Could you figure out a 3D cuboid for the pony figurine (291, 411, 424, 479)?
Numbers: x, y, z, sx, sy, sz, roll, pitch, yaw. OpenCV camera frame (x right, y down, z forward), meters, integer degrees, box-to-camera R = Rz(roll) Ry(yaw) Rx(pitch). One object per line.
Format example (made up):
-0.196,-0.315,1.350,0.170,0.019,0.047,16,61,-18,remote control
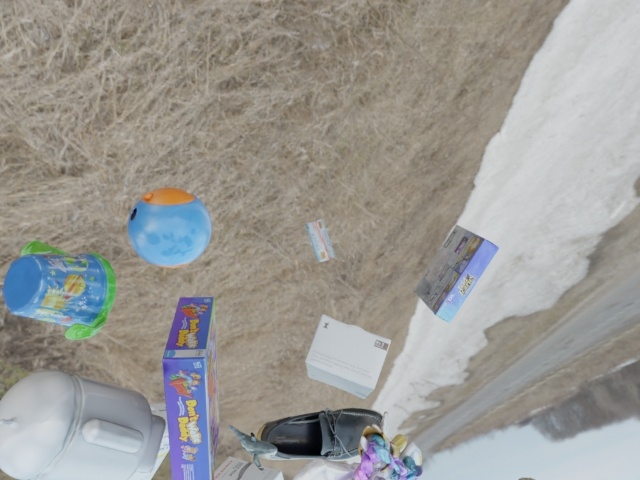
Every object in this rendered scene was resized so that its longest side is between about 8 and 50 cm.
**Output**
0.111,0.597,1.309,0.351,0.303,0.363,-58,148,-13,pony figurine

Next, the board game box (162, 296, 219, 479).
-0.265,0.326,1.150,0.078,0.233,0.347,0,114,-6,board game box

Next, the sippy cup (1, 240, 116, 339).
-0.743,0.135,1.532,0.306,0.240,0.224,9,174,27,sippy cup

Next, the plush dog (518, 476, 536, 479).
0.628,0.879,1.669,0.225,0.262,0.210,-30,146,3,plush dog

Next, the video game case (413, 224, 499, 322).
0.416,0.097,1.701,0.269,0.061,0.244,-58,-170,7,video game case

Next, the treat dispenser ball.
-0.533,-0.045,1.934,0.288,0.288,0.288,-16,156,-8,treat dispenser ball

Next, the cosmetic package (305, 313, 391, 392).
0.078,0.368,1.681,0.217,0.156,0.385,19,162,9,cosmetic package

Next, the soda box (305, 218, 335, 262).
0.000,0.000,2.395,0.063,0.183,0.058,-17,-176,34,soda box

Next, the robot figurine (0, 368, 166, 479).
-0.482,0.374,1.077,0.300,0.199,0.353,-11,149,34,robot figurine

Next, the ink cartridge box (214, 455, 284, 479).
-0.243,0.782,1.709,0.218,0.092,0.158,0,-161,31,ink cartridge box

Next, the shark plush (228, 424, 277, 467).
-0.199,0.593,1.622,0.073,0.161,0.067,-27,144,-45,shark plush

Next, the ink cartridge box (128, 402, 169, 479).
-0.591,0.655,1.697,0.201,0.117,0.278,16,110,-55,ink cartridge box

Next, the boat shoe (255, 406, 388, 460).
0.018,0.709,1.985,0.501,0.186,0.156,0,159,-14,boat shoe
